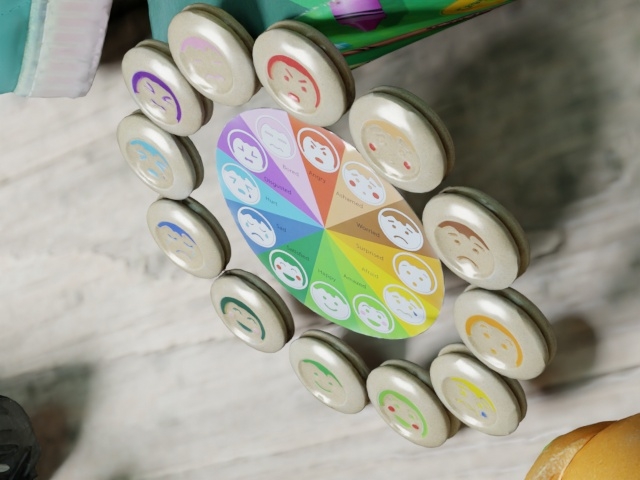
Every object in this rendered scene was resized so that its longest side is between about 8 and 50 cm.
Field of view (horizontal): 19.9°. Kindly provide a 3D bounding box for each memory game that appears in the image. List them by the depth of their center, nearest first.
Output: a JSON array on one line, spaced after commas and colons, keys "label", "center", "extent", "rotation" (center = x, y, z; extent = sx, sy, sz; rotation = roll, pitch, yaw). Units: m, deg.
[{"label": "memory game", "center": [0.000, 0.000, 0.621], "extent": [0.186, 0.012, 0.186], "rotation": [31, 146, 24]}]

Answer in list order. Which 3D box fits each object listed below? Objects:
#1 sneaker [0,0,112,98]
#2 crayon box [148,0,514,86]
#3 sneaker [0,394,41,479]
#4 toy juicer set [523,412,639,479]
[{"label": "sneaker", "center": [-0.132, -0.148, 0.637], "extent": [0.302, 0.121, 0.108], "rotation": [108, 152, -54]}, {"label": "crayon box", "center": [-0.002, -0.203, 0.609], "extent": [0.165, 0.081, 0.278], "rotation": [-15, 81, 58]}, {"label": "sneaker", "center": [-0.235, 0.100, 0.832], "extent": [0.272, 0.100, 0.108], "rotation": [-17, 75, 39]}, {"label": "toy juicer set", "center": [0.180, 0.156, 0.472], "extent": [0.329, 0.089, 0.209], "rotation": [36, 144, 28]}]
